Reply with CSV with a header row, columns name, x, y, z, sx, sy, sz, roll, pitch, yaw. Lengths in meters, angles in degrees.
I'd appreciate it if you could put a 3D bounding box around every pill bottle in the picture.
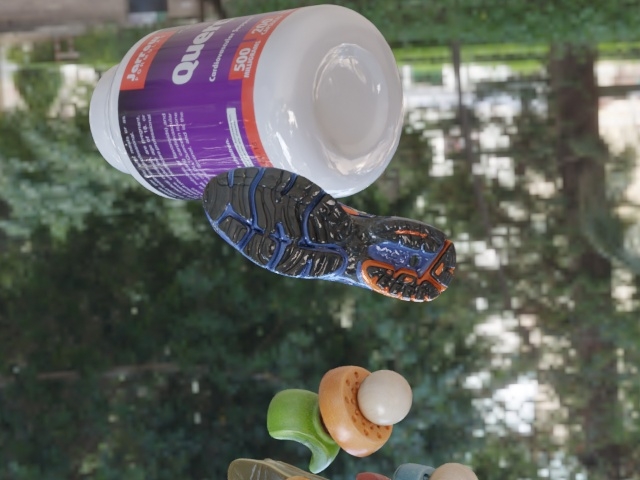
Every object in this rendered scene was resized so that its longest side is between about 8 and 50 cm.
name,x,y,z,sx,sy,sz,roll,pitch,yaw
pill bottle,-0.086,-0.131,1.405,0.323,0.181,0.181,1,-171,44

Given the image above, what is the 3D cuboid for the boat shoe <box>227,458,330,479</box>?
name,x,y,z,sx,sy,sz,roll,pitch,yaw
boat shoe,-0.040,0.304,1.749,0.153,0.056,0.048,11,-171,14

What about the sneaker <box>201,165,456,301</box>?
name,x,y,z,sx,sy,sz,roll,pitch,yaw
sneaker,0.000,0.000,1.170,0.221,0.083,0.087,22,173,-21

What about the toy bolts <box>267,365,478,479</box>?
name,x,y,z,sx,sy,sz,roll,pitch,yaw
toy bolts,0.064,0.269,1.546,0.158,0.228,0.218,-25,-143,34
